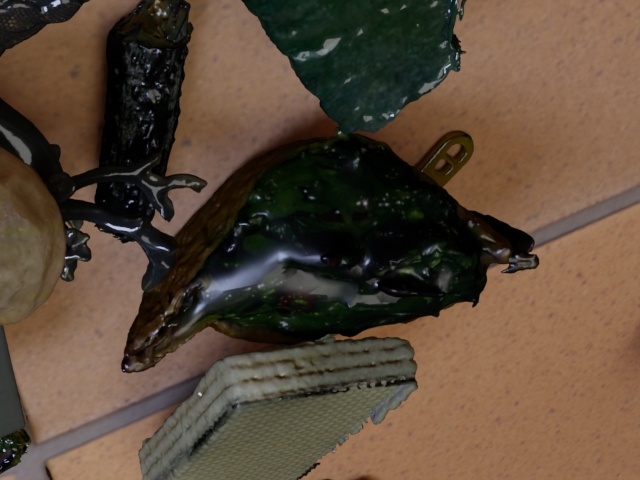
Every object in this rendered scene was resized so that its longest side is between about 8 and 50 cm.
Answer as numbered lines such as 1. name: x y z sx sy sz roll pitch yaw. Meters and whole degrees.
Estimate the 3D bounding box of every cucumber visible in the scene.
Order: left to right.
1. cucumber: -0.113 -0.071 0.927 0.053 0.053 0.181 -9 131 -27

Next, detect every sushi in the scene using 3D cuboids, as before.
1. sushi: 0.000 0.000 0.987 0.287 0.140 0.149 -7 124 -24

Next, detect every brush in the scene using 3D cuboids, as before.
1. brush: 0.036 0.000 1.106 0.218 0.010 0.082 -48 135 7

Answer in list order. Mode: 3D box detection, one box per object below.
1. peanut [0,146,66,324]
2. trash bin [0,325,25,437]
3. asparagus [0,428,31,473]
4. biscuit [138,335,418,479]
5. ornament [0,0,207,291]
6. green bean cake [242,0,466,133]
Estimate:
1. peanut: -0.273 -0.036 0.748 0.298 0.120 0.136 24 115 -17
2. trash bin: -0.313 0.081 0.867 0.240 0.122 0.164 -20 133 -22
3. asparagus: -0.275 0.188 1.038 0.165 0.030 0.036 -40 160 -2
4. biscuit: -0.045 0.137 1.064 0.150 0.052 0.252 -6 155 -28
5. ornament: -0.138 -0.079 0.838 0.202 0.080 0.236 -36 119 14
6. green bean cake: 0.035 -0.190 0.869 0.193 0.107 0.208 -36 130 1
